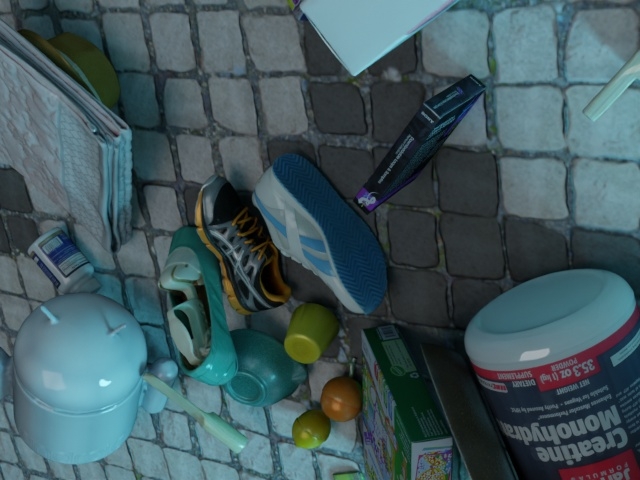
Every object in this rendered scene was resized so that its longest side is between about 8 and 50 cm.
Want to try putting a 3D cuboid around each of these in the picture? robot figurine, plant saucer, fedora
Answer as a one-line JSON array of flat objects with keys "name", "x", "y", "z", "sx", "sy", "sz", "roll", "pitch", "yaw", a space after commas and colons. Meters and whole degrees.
[{"name": "robot figurine", "x": -0.379, "y": 0.217, "z": 1.580, "sx": 0.300, "sy": 0.200, "sz": 0.353, "roll": 3, "pitch": 141, "yaw": -14}, {"name": "plant saucer", "x": 0.196, "y": 0.258, "z": 1.191, "sx": 0.050, "sy": 0.310, "sz": 0.311, "roll": -23, "pitch": 102, "yaw": 4}, {"name": "fedora", "x": -0.340, "y": -0.225, "z": 1.394, "sx": 0.194, "sy": 0.079, "sz": 0.194, "roll": 33, "pitch": 152, "yaw": 20}]

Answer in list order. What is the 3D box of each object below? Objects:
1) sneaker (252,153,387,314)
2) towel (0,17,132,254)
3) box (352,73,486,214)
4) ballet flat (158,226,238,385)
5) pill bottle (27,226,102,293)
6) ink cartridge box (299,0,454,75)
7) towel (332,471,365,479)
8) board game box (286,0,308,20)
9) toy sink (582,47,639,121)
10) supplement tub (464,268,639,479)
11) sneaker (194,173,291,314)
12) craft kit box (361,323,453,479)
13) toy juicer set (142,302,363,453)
[{"name": "sneaker", "x": 0.000, "y": 0.000, "z": 1.296, "sx": 0.229, "sy": 0.087, "sz": 0.092, "roll": 55, "pitch": 139, "yaw": 6}, {"name": "towel", "x": -0.395, "y": -0.153, "z": 1.429, "sx": 0.317, "sy": 0.053, "sz": 0.332, "roll": 40, "pitch": 153, "yaw": 11}, {"name": "box", "x": 0.110, "y": -0.108, "z": 1.129, "sx": 0.029, "sy": 0.116, "sz": 0.162, "roll": 45, "pitch": 131, "yaw": 8}, {"name": "ballet flat", "x": -0.179, "y": 0.082, "z": 1.392, "sx": 0.083, "sy": 0.087, "sz": 0.247, "roll": -29, "pitch": 65, "yaw": 26}, {"name": "pill bottle", "x": -0.408, "y": 0.043, "z": 1.614, "sx": 0.120, "sy": 0.067, "sz": 0.067, "roll": 49, "pitch": 132, "yaw": 3}, {"name": "ink cartridge box", "x": 0.104, "y": -0.267, "z": 0.977, "sx": 0.158, "sy": 0.218, "sz": 0.092, "roll": -32, "pitch": 100, "yaw": 42}, {"name": "towel", "x": 0.055, "y": 0.385, "z": 1.512, "sx": 0.060, "sy": 0.009, "sz": 0.083, "roll": -18, "pitch": 102, "yaw": 41}, {"name": "board game box", "x": 0.028, "y": -0.419, "z": 1.018, "sx": 0.347, "sy": 0.056, "sz": 0.208, "roll": -50, "pitch": 56, "yaw": 41}, {"name": "toy sink", "x": 0.372, "y": -0.169, "z": 0.886, "sx": 0.131, "sy": 0.153, "sz": 0.234, "roll": 44, "pitch": 131, "yaw": 7}, {"name": "supplement tub", "x": 0.290, "y": 0.186, "z": 1.112, "sx": 0.191, "sy": 0.191, "sz": 0.272, "roll": -14, "pitch": 106, "yaw": 39}, {"name": "sneaker", "x": -0.102, "y": 0.005, "z": 1.371, "sx": 0.083, "sy": 0.084, "sz": 0.215, "roll": -2, "pitch": 122, "yaw": 34}, {"name": "craft kit box", "x": 0.106, "y": 0.275, "z": 1.280, "sx": 0.061, "sy": 0.250, "sz": 0.247, "roll": -9, "pitch": 117, "yaw": -8}, {"name": "toy juicer set", "x": -0.077, "y": 0.216, "z": 1.469, "sx": 0.329, "sy": 0.089, "sz": 0.209, "roll": -21, "pitch": 114, "yaw": 32}]
